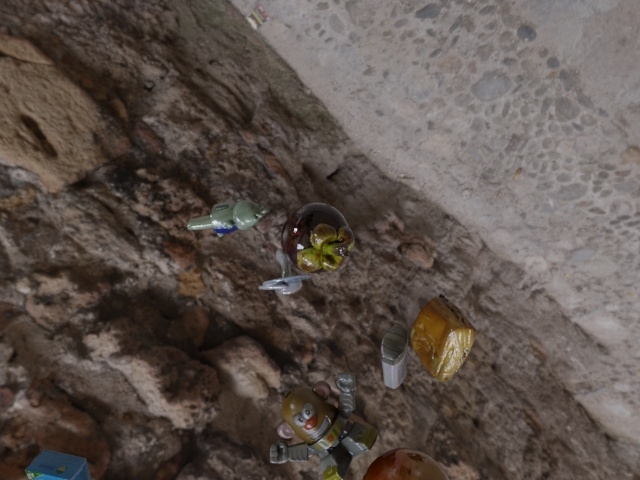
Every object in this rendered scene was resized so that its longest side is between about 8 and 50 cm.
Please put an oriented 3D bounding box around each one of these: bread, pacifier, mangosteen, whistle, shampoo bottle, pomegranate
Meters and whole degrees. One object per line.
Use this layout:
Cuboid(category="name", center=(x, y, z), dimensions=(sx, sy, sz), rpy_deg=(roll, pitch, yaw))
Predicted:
Cuboid(category="bread", center=(0.385, 0.314, 1.362), dimensions=(0.099, 0.210, 0.234), rpy_deg=(3, 121, -24))
Cuboid(category="pacifier", center=(-0.164, 0.134, 1.824), dimensions=(0.228, 0.207, 0.279), rpy_deg=(-7, 172, 3))
Cuboid(category="mangosteen", center=(0.000, 0.000, 1.093), dimensions=(0.192, 0.192, 0.217), rpy_deg=(57, 166, -23))
Cuboid(category="whistle", center=(-0.280, -0.066, 1.263), dimensions=(0.245, 0.110, 0.092), rpy_deg=(-12, 125, 2))
Cuboid(category="shampoo bottle", center=(0.180, 0.288, 1.014), dimensions=(0.056, 0.086, 0.227), rpy_deg=(17, 151, 21))
Cuboid(category="pomegranate", center=(0.221, 0.686, 1.063), dimensions=(0.229, 0.270, 0.252), rpy_deg=(25, 113, -8))

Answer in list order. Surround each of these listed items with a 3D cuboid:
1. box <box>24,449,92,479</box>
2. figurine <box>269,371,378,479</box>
Cuboid(category="box", center=(-0.717, 0.691, 1.165), dimensions=(0.140, 0.073, 0.194), rpy_deg=(5, 113, 10))
Cuboid(category="figurine", center=(0.001, 0.571, 1.290), dimensions=(0.285, 0.342, 0.167), rpy_deg=(46, 150, 4))
